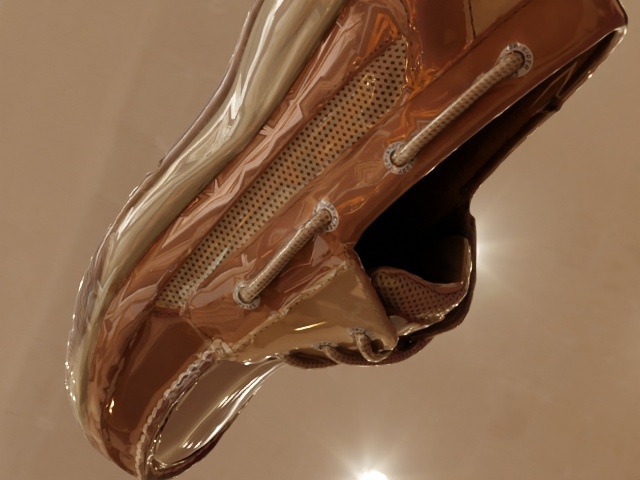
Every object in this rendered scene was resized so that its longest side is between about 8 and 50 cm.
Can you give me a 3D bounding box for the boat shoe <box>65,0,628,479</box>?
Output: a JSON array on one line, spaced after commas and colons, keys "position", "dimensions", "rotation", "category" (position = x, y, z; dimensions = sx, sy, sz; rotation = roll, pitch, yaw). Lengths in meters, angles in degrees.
[{"position": [0.000, 0.000, 0.564], "dimensions": [0.123, 0.116, 0.324], "rotation": [-26, -25, -49], "category": "boat shoe"}]
